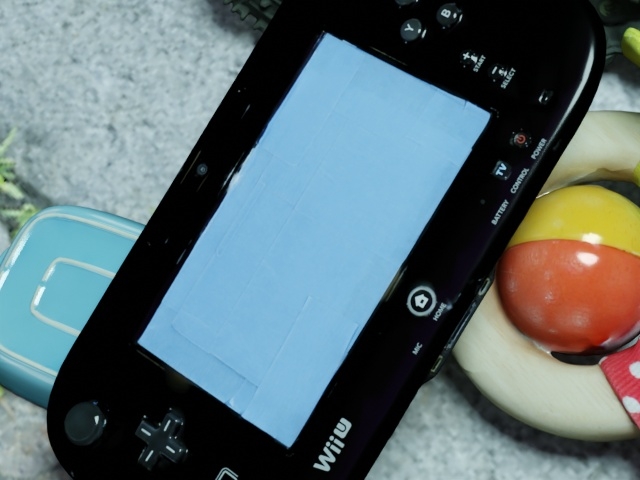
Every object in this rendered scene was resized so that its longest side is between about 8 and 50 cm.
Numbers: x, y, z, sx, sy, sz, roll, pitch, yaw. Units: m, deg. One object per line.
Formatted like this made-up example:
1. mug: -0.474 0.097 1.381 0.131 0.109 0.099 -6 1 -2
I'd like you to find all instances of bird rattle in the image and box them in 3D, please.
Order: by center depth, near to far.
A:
1. bird rattle: 0.157 0.026 0.741 0.207 0.143 0.253 3 83 27

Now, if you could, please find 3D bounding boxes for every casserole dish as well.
1. casserole dish: -0.104 0.043 0.817 0.188 0.037 0.114 20 76 19

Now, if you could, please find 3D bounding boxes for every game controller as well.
1. game controller: 0.000 0.000 0.721 0.166 0.067 0.319 31 90 38

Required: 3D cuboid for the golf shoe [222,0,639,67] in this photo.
1. golf shoe: 0.075 -0.155 0.832 0.273 0.105 0.120 6 51 13
